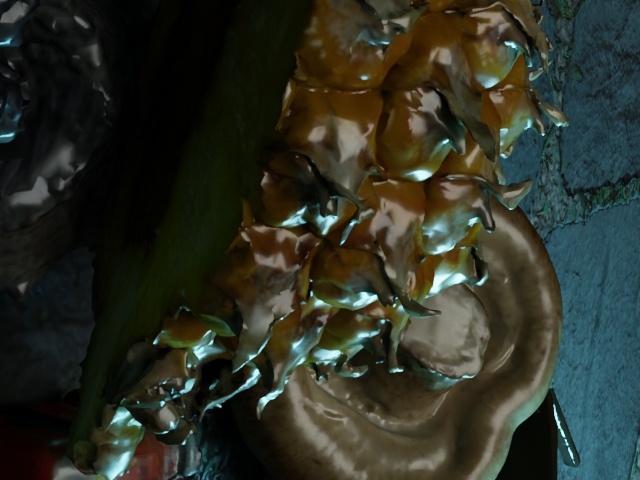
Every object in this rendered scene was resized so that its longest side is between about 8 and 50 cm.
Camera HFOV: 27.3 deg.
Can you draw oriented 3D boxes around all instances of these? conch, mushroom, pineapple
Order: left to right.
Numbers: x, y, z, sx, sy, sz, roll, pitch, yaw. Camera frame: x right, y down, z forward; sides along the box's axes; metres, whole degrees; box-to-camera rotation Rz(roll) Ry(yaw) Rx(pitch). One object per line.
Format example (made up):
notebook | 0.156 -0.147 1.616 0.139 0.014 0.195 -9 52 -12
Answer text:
conch | -0.188 -0.048 0.586 0.313 0.186 0.240 -73 163 -54
pineapple | -0.001 0.003 0.698 0.209 0.344 0.286 14 93 -21
mushroom | 0.056 0.071 0.953 0.278 0.146 0.278 2 84 -22

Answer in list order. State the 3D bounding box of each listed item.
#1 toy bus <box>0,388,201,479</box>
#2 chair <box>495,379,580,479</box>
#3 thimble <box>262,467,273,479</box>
toy bus | -0.153 0.222 0.736 0.120 0.121 0.265 5 93 -50
chair | 0.123 0.156 1.104 0.319 0.160 0.186 65 30 -45
thimble | 0.001 0.190 1.021 0.110 0.062 0.084 -62 142 -30
